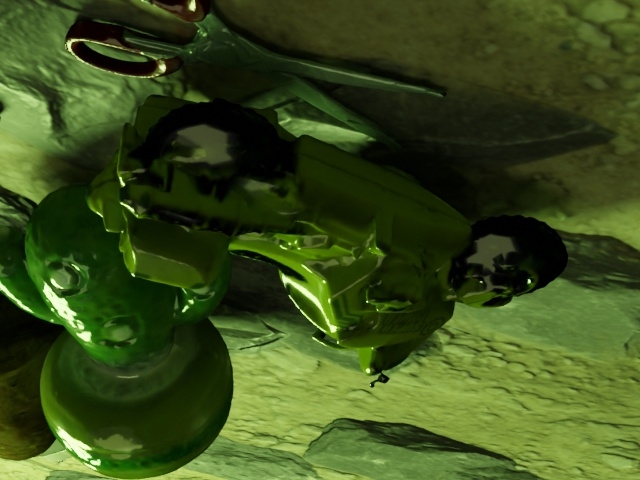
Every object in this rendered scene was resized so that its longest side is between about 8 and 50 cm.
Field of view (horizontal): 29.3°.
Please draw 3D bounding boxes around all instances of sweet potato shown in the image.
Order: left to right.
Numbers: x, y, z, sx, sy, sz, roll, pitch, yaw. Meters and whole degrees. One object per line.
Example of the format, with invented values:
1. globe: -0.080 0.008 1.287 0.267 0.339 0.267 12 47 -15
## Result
1. sweet potato: -0.345 0.168 1.362 0.157 0.158 0.370 12 152 2

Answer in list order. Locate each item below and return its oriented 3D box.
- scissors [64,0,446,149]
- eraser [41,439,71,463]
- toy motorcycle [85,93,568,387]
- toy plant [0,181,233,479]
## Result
1. scissors: -0.042 -0.121 0.823 0.247 0.017 0.144 19 153 -14
2. eraser: -0.276 0.203 1.447 0.023 0.104 0.150 27 150 -28
3. toy motorcycle: 0.000 -0.002 0.903 0.342 0.142 0.206 20 135 -26
4. toy plant: -0.185 0.066 1.116 0.224 0.184 0.316 5 136 6
